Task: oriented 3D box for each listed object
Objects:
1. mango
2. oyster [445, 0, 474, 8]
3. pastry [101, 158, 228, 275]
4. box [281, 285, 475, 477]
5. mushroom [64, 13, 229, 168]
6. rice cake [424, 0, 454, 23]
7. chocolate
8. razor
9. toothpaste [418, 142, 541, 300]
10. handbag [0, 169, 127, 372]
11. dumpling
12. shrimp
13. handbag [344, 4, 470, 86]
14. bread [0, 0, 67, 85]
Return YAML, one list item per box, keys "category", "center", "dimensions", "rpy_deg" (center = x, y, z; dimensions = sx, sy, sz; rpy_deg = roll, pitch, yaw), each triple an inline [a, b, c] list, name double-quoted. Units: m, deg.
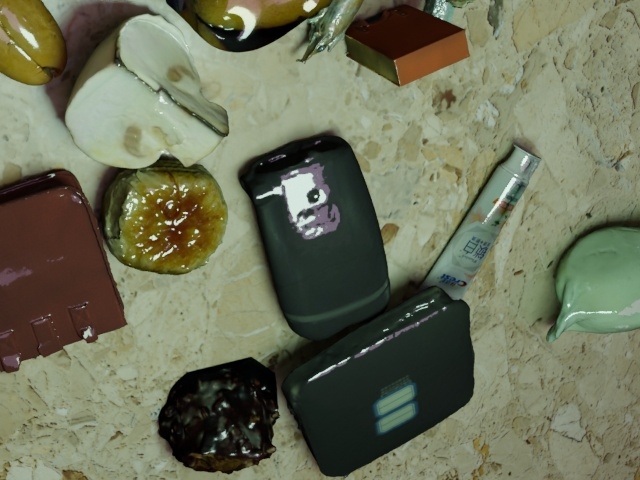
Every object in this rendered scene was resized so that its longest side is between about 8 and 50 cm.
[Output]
- category: "mango"
  center: [-0.080, -0.390, 1.392]
  dimensions: [0.287, 0.152, 0.201]
  rpy_deg: [-27, 111, -9]
- category: "oyster"
  center: [0.175, -0.486, 1.495]
  dimensions: [0.166, 0.094, 0.294]
  rpy_deg: [-36, 113, 9]
- category: "pastry"
  center: [-0.242, -0.034, 1.523]
  dimensions: [0.193, 0.093, 0.182]
  rpy_deg: [0, 112, -34]
- category: "box"
  center: [0.117, 0.262, 1.796]
  dimensions: [0.359, 0.091, 0.350]
  rpy_deg: [-29, 140, -11]
- category: "mushroom"
  center: [-0.265, -0.212, 1.424]
  dimensions: [0.173, 0.162, 0.236]
  rpy_deg: [-25, 140, 28]
- category: "rice cake"
  center: [0.212, -0.437, 1.587]
  dimensions: [0.045, 0.042, 0.245]
  rpy_deg: [7, 111, -22]
- category: "chocolate"
  center: [-0.152, 0.346, 1.701]
  dimensions: [0.224, 0.177, 0.206]
  rpy_deg: [-11, 117, -20]
- category: "razor"
  center: [0.001, 0.001, 1.649]
  dimensions: [0.205, 0.113, 0.348]
  rpy_deg: [-24, 122, -12]
- category: "toothpaste"
  center: [0.298, -0.026, 1.817]
  dimensions: [0.100, 0.066, 0.323]
  rpy_deg: [20, 108, -28]
- category: "handbag"
  center: [-0.445, 0.055, 1.474]
  dimensions: [0.260, 0.084, 0.275]
  rpy_deg: [-23, 122, -16]
- category: "dumpling"
  center: [0.585, 0.072, 1.932]
  dimensions: [0.321, 0.270, 0.211]
  rpy_deg: [-7, 95, 3]
- category: "shrimp"
  center: [0.007, -0.380, 1.511]
  dimensions: [0.126, 0.047, 0.223]
  rpy_deg: [27, 94, -25]
- category: "handbag"
  center: [0.126, -0.305, 1.518]
  dimensions: [0.127, 0.190, 0.062]
  rpy_deg: [-26, 124, -14]
- category: "bread"
  center: [-0.419, -0.286, 1.332]
  dimensions: [0.114, 0.077, 0.189]
  rpy_deg: [-44, 122, -6]
